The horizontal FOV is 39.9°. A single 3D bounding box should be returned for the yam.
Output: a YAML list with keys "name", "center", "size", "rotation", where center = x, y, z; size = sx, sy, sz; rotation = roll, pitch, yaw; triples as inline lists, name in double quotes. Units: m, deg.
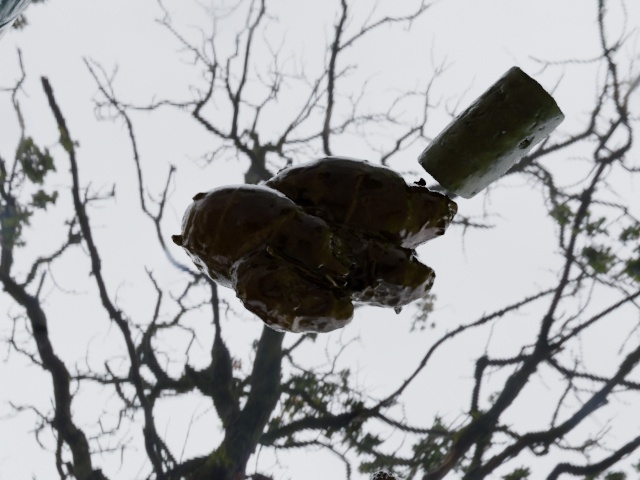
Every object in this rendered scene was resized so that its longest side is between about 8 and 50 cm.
- name: "yam"
  center: [0.232, -0.142, 1.227]
  size: [0.194, 0.107, 0.107]
  rotation: [-42, -108, 4]

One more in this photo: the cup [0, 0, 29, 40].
- name: "cup"
  center: [-0.358, -0.224, 0.716]
  size: [0.219, 0.258, 0.289]
  rotation: [37, -133, -22]

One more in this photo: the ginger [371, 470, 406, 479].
- name: "ginger"
  center: [0.080, 0.365, 0.827]
  size: [0.122, 0.084, 0.289]
  rotation: [11, -107, -47]

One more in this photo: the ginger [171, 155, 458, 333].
- name: "ginger"
  center: [0.008, -0.006, 1.162]
  size: [0.358, 0.152, 0.274]
  rotation: [-17, -145, -27]
